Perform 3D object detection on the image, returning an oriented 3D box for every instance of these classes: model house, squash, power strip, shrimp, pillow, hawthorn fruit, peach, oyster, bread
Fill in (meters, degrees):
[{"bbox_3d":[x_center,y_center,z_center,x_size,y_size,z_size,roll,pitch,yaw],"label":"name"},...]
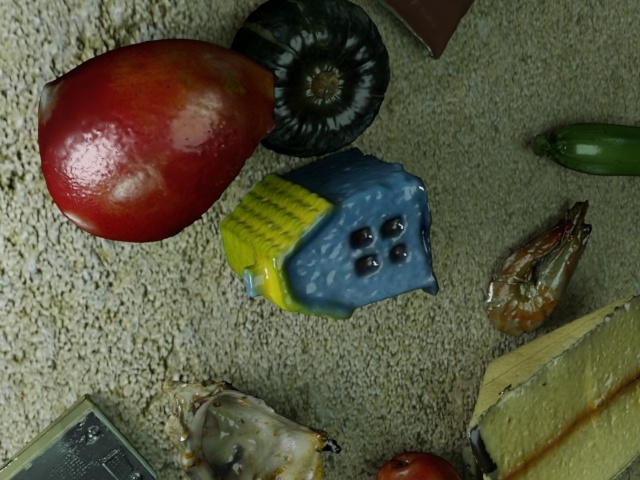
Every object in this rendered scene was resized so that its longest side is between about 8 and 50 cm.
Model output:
[{"bbox_3d":[0.000,0.000,1.620,0.303,0.237,0.215,-16,111,-23],"label":"model house"},{"bbox_3d":[-0.020,-0.248,1.580,0.252,0.165,0.252,-8,107,-26],"label":"squash"},{"bbox_3d":[0.305,0.435,1.976,0.169,0.028,0.076,31,56,-54],"label":"power strip"},{"bbox_3d":[0.412,0.045,1.951,0.154,0.062,0.294,32,90,-25],"label":"shrimp"},{"bbox_3d":[0.173,-0.408,1.687,0.179,0.075,0.171,37,80,-33],"label":"pillow"},{"bbox_3d":[0.180,0.470,1.891,0.189,0.189,0.189,-8,108,-25],"label":"hawthorn fruit"},{"bbox_3d":[-0.212,-0.145,1.437,0.338,0.281,0.281,-14,111,-3],"label":"peach"},{"bbox_3d":[0.553,-0.167,1.942,0.378,0.101,0.101,3,103,-26],"label":"squash"},{"bbox_3d":[-0.147,0.346,1.728,0.361,0.096,0.221,34,92,-30],"label":"oyster"},{"bbox_3d":[0.463,0.347,1.909,0.405,0.242,0.346,-22,107,18],"label":"bread"}]

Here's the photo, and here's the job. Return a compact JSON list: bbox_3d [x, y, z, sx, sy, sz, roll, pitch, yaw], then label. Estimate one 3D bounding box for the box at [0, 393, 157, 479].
[{"bbox_3d":[-0.407,0.397,1.633,0.270,0.045,0.211,-39,117,-12],"label":"box"}]
